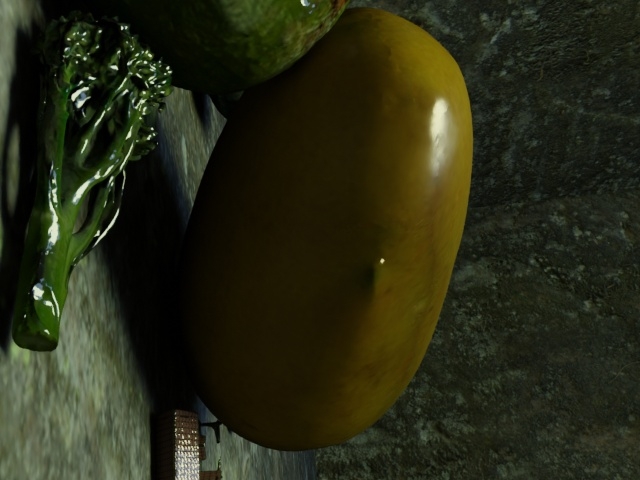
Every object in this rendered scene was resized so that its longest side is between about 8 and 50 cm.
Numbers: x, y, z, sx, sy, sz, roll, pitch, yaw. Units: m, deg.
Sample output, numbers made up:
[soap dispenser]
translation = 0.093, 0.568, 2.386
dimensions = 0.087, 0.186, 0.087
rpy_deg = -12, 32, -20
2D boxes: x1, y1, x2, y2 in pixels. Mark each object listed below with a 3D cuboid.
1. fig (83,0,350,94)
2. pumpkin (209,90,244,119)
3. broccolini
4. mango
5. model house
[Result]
[fig]
translation = -0.087, -0.226, 0.489
dimensions = 0.235, 0.203, 0.203
rpy_deg = 54, 23, -45
[pumpkin]
translation = -0.097, -0.223, 1.012
dimensions = 0.167, 0.125, 0.167
rpy_deg = 175, -90, -67
[broccolini]
translation = -0.137, -0.038, 0.425
dimensions = 0.091, 0.068, 0.203
rpy_deg = 63, 32, -48
[mango]
translation = 0.000, 0.000, 0.679
dimensions = 0.446, 0.232, 0.300
rpy_deg = 109, -9, -55
[model house]
translation = -0.098, 0.176, 0.626
dimensions = 0.058, 0.057, 0.083
rpy_deg = 93, -6, -67
